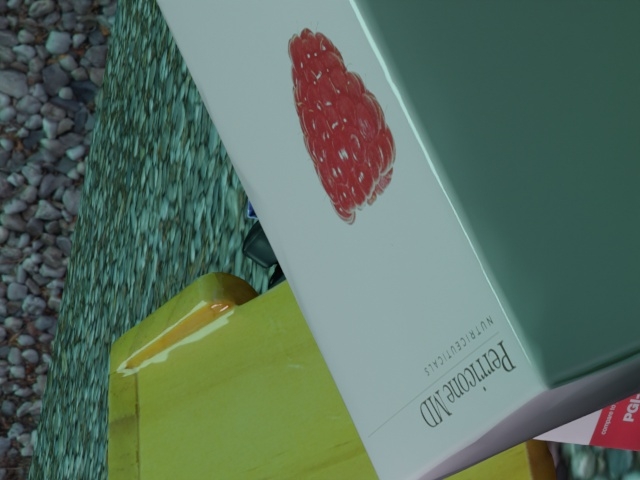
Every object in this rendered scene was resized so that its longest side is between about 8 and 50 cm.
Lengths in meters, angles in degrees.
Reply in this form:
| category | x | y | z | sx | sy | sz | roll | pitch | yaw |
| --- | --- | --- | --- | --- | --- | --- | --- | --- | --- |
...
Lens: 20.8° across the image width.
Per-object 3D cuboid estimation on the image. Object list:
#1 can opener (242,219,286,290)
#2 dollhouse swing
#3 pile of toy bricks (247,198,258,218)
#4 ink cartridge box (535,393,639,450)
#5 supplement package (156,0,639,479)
| category | x | y | z | sx | sy | sz | roll | pitch | yaw |
| --- | --- | --- | --- | --- | --- | --- | --- | --- | --- |
| can opener | 0.000 | 0.000 | 1.337 | 0.186 | 0.073 | 0.059 | -35 | 41 | 57 |
| dollhouse swing | 0.038 | 0.201 | 1.101 | 0.315 | 0.305 | 0.346 | 53 | -157 | -46 |
| pile of toy bricks | 0.062 | -0.042 | 0.993 | 0.105 | 0.212 | 0.118 | -15 | -70 | -66 |
| ink cartridge box | 0.089 | 0.047 | 0.844 | 0.099 | 0.135 | 0.056 | -113 | 35 | -61 |
| supplement package | 0.064 | -0.073 | 0.717 | 0.293 | 0.175 | 0.177 | 64 | 156 | 13 |
